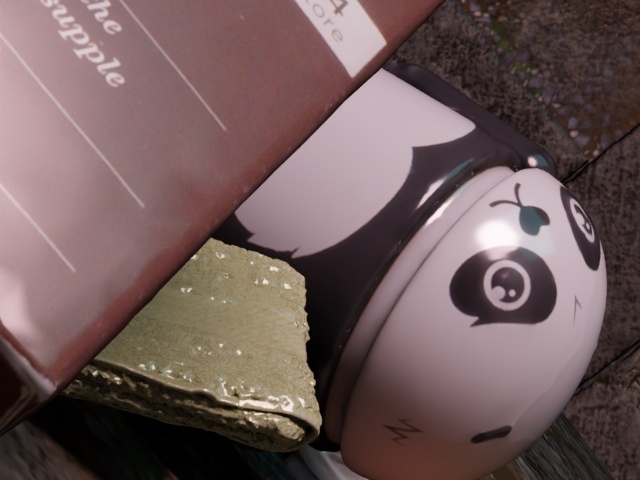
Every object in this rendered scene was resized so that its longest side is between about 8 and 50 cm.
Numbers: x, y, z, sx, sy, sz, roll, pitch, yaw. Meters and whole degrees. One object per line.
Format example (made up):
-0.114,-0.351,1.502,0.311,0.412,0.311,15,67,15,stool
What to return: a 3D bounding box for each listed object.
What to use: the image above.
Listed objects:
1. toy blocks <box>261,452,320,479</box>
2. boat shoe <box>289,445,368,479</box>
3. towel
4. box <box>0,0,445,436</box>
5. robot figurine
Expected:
0.024,0.164,0.845,0.148,0.054,0.123,51,7,0,toy blocks
0.023,0.085,1.066,0.277,0.096,0.098,49,7,-17,boat shoe
-0.072,0.029,0.756,0.148,0.027,0.110,15,36,-17,towel
-0.071,-0.098,0.543,0.191,0.143,0.381,50,38,-8,box
0.001,-0.003,0.907,0.278,0.209,0.173,33,-3,20,robot figurine
